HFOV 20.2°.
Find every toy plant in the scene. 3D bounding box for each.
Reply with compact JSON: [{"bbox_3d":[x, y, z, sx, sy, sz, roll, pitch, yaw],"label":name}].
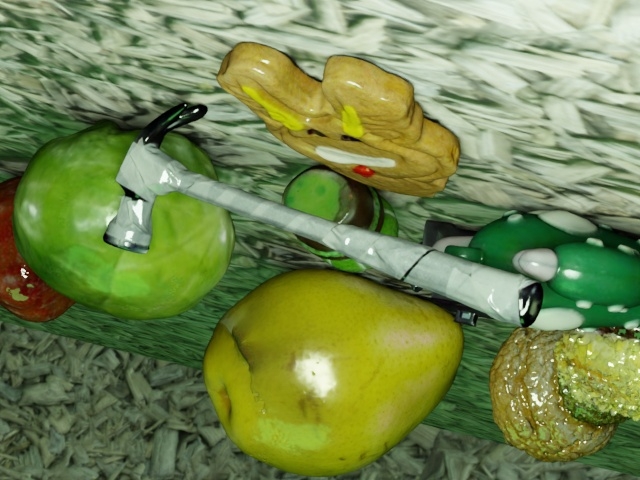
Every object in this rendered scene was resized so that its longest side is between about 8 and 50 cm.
[{"bbox_3d":[0.025,-0.019,1.793,0.093,0.092,0.162,11,171,24],"label":"toy plant"},{"bbox_3d":[0.226,0.030,1.675,0.243,0.112,0.232,11,176,-41],"label":"toy plant"}]

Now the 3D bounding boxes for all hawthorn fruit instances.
[{"bbox_3d":[-0.366,0.001,2.256,0.202,0.185,0.185,27,178,36],"label":"hawthorn fruit"}]

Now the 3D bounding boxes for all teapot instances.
[{"bbox_3d":[0.164,0.042,1.873,0.177,0.096,0.087,10,168,32],"label":"teapot"}]

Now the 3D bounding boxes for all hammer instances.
[{"bbox_3d":[0.000,0.000,1.613,0.427,0.152,0.044,22,-175,22],"label":"hammer"}]

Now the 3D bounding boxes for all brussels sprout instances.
[{"bbox_3d":[-0.200,-0.021,1.829,0.244,0.244,0.244,16,169,3],"label":"brussels sprout"}]

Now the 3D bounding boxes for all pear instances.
[{"bbox_3d":[0.018,0.157,2.312,0.285,0.285,0.336,5,-156,44],"label":"pear"}]

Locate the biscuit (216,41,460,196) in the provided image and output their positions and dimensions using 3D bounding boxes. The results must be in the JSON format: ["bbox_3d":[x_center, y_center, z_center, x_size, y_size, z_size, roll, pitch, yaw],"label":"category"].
[{"bbox_3d":[0.029,-0.093,1.545,0.186,0.044,0.295,13,169,28],"label":"biscuit"}]

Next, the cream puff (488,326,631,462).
[{"bbox_3d":[0.316,0.173,2.161,0.183,0.183,0.169,23,155,-31],"label":"cream puff"}]

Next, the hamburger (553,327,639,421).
[{"bbox_3d":[0.358,0.122,1.855,0.243,0.138,0.261,12,172,6],"label":"hamburger"}]
